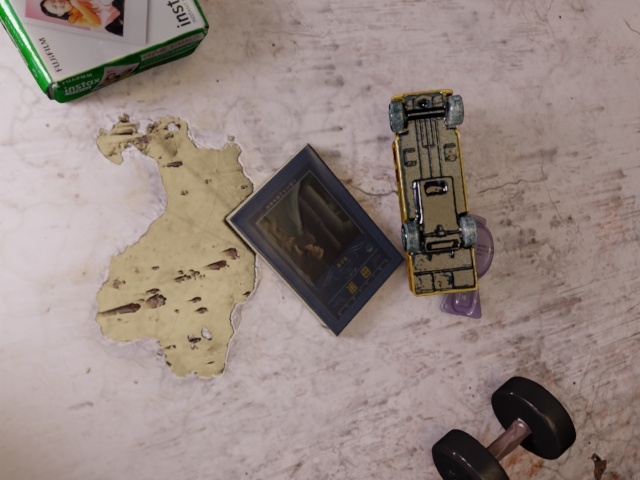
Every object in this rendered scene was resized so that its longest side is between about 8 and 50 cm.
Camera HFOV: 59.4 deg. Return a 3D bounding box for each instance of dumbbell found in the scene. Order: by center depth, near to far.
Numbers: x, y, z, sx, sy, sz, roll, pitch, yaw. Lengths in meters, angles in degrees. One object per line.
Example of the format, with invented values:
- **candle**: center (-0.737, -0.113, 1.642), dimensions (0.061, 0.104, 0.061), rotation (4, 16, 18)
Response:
- **dumbbell**: center (0.323, 0.363, 0.996), dimensions (0.218, 0.152, 0.152), rotation (-32, 101, -21)

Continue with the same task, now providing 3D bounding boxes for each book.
- **book**: center (0.000, 0.000, 0.934), dimensions (0.191, 0.025, 0.269), rotation (-46, 105, -18)

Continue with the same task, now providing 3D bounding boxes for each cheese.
- **cheese**: center (0.275, 0.046, 1.042), dimensions (0.105, 0.042, 0.191), rotation (14, 84, -21)

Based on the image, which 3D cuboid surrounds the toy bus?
- **toy bus**: center (0.188, -0.079, 0.958), dimensions (0.121, 0.123, 0.335), rotation (-7, 90, 2)

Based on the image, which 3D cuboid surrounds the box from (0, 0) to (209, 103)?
- **box**: center (-0.298, -0.314, 0.772), dimensions (0.250, 0.103, 0.180), rotation (-31, 101, -21)
